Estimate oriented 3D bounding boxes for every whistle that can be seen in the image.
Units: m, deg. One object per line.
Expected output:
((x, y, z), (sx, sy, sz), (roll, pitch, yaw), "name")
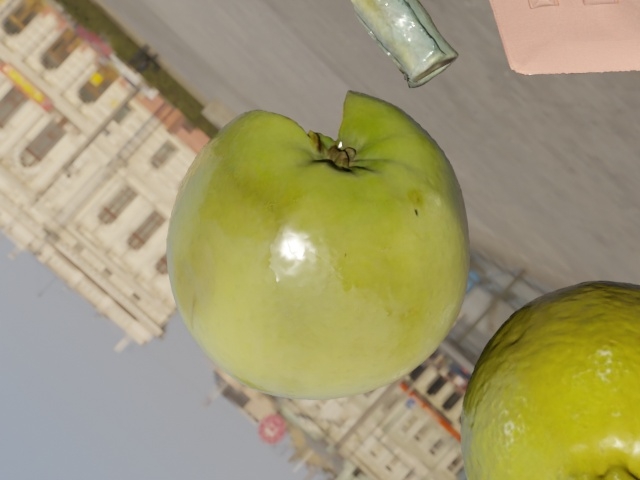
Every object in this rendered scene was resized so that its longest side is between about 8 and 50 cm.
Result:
((0.013, -0.285, 1.029), (0.326, 0.057, 0.068), (55, 147, 7), "whistle")

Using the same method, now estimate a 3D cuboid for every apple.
((0.000, 0.000, 1.033), (0.292, 0.292, 0.254), (42, 145, 25), "apple")

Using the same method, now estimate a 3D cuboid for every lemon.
((0.179, 0.124, 0.696), (0.184, 0.184, 0.248), (43, -157, -9), "lemon")

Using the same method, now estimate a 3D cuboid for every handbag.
((0.278, -0.231, 1.069), (0.213, 0.059, 0.157), (1, 149, 26), "handbag")
